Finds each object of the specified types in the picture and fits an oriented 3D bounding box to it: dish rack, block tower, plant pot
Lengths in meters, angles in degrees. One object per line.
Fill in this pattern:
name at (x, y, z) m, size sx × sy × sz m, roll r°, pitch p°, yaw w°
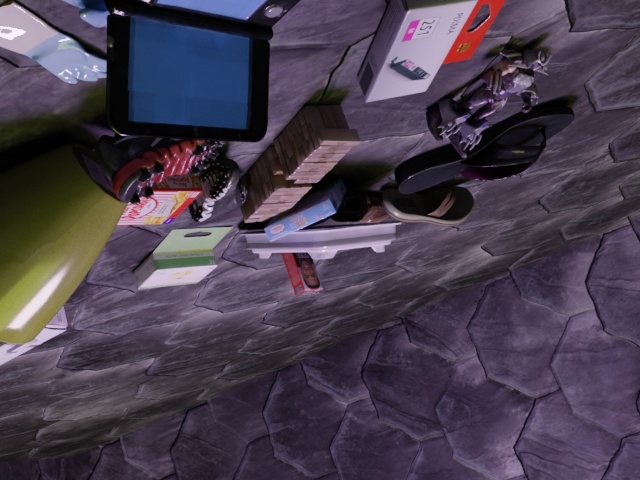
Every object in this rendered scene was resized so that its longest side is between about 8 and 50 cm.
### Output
dish rack at (0.000, 0.000, 2.041) m, size 0.285 × 0.072 × 0.333 m, roll -7°, pitch -176°, yaw -40°
block tower at (-0.055, -0.152, 1.725) m, size 0.091 × 0.097 × 0.335 m, roll -6°, pitch 159°, yaw -36°
plant pot at (-0.478, -0.023, 1.460) m, size 0.293 × 0.275 × 0.275 m, roll -40°, pitch 158°, yaw 8°

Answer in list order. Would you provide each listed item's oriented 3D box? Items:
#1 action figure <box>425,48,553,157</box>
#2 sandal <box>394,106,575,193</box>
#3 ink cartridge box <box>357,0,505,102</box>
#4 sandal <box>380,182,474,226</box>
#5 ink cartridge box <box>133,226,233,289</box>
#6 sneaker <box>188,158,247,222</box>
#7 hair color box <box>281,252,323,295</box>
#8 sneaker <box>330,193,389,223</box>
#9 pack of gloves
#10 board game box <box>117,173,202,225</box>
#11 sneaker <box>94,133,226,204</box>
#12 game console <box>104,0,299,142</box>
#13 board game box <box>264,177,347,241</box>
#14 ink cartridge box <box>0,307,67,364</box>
action figure at (0.355, -0.291, 1.737) m, size 0.185 × 0.099 × 0.285 m, roll 11°, pitch 142°, yaw -42°
sandal at (0.401, -0.189, 2.056) m, size 0.446 × 0.107 × 0.167 m, roll -22°, pitch 162°, yaw 8°
ink cartridge box at (0.209, -0.349, 1.478) m, size 0.239 × 0.060 × 0.275 m, roll -12°, pitch 161°, yaw -17°
sandal at (0.289, -0.103, 2.194) m, size 0.303 × 0.120 × 0.086 m, roll -4°, pitch 143°, yaw -39°
ink cartridge box at (-0.327, 0.044, 2.077) m, size 0.171 × 0.056 × 0.235 m, roll -4°, pitch 158°, yaw -38°
sneaker at (-0.191, -0.109, 1.742) m, size 0.106 × 0.078 × 0.234 m, roll -13°, pitch 165°, yaw -28°
hair color box at (-0.051, 0.075, 2.304) m, size 0.072 × 0.141 × 0.043 m, roll 0°, pitch 154°, yaw -46°
sneaker at (0.114, -0.082, 2.137) m, size 0.188 × 0.066 × 0.071 m, roll -9°, pitch 162°, yaw -28°
pack of gloves at (-0.320, -0.274, 1.173) m, size 0.195 × 0.046 × 0.232 m, roll -27°, pitch 160°, yaw 19°
board game box at (-0.353, -0.082, 1.696) m, size 0.193 × 0.045 × 0.147 m, roll -3°, pitch 156°, yaw -41°
sneaker at (-0.271, -0.165, 1.465) m, size 0.276 × 0.135 × 0.097 m, roll -34°, pitch 165°, yaw -48°
game console at (-0.126, -0.270, 1.151) m, size 0.250 × 0.173 × 0.293 m, roll -33°, pitch 163°, yaw 37°
board game box at (-0.029, -0.070, 1.916) m, size 0.160 × 0.039 × 0.211 m, roll -24°, pitch -168°, yaw 14°
ink cartridge box at (-0.677, 0.163, 1.889) m, size 0.218 × 0.158 × 0.092 m, roll -27°, pitch 160°, yaw 19°
